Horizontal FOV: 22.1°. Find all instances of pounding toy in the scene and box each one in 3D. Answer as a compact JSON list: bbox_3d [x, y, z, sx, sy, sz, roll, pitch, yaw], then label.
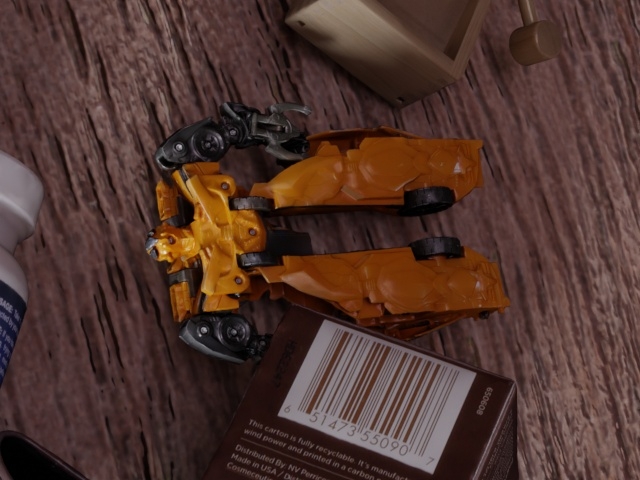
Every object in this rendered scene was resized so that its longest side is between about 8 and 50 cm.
[{"bbox_3d":[0.097,-0.200,1.356,0.206,0.094,0.181,35,59,-23],"label":"pounding toy"}]

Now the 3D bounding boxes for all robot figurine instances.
[{"bbox_3d":[0.000,0.000,1.256,0.291,0.085,0.211,-3,77,-26],"label":"robot figurine"}]

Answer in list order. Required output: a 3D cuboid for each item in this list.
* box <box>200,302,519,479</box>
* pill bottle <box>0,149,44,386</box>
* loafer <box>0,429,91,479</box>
[{"bbox_3d":[0.031,0.178,1.125,0.169,0.203,0.167,18,64,17],"label":"box"},{"bbox_3d":[-0.279,0.066,1.070,0.153,0.153,0.264,23,68,-18],"label":"pill bottle"},{"bbox_3d":[-0.116,0.232,1.065,0.303,0.095,0.109,30,29,13],"label":"loafer"}]
